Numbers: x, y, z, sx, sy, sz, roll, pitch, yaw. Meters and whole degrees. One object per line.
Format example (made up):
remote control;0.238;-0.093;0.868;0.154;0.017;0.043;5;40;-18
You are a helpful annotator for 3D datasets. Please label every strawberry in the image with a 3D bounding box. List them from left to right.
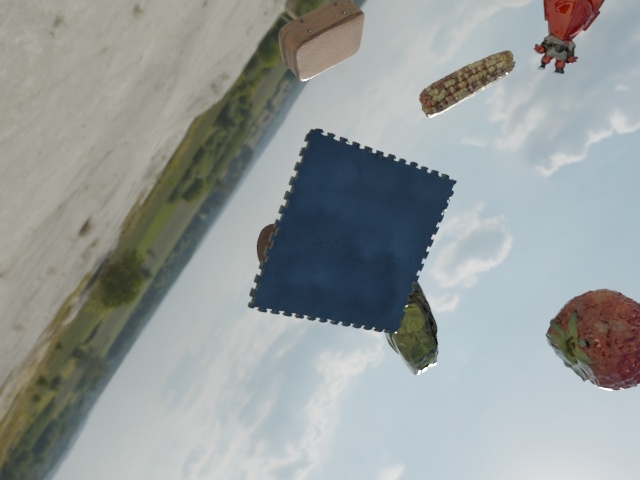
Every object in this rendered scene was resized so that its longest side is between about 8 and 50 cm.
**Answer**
strawberry;0.830;0.260;1.764;0.310;0.291;0.292;-32;-171;-5

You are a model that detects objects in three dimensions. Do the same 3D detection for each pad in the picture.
pad;0.052;0.000;0.902;0.012;0.270;0.268;38;-71;58

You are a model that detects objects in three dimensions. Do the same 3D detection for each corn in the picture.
corn;0.340;-0.367;1.465;0.237;0.079;0.079;-26;-160;16

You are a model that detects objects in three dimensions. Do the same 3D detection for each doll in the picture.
doll;0.411;-0.366;1.051;0.057;0.109;0.169;-17;124;-87

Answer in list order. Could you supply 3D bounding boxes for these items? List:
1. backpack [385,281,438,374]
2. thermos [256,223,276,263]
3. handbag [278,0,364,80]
backpack;0.241;0.229;1.691;0.140;0.207;0.253;-22;-131;-1
thermos;0.002;-0.002;1.102;0.232;0.124;0.099;-15;161;-48
handbag;0.005;-0.452;1.425;0.193;0.072;0.151;-34;158;-14
